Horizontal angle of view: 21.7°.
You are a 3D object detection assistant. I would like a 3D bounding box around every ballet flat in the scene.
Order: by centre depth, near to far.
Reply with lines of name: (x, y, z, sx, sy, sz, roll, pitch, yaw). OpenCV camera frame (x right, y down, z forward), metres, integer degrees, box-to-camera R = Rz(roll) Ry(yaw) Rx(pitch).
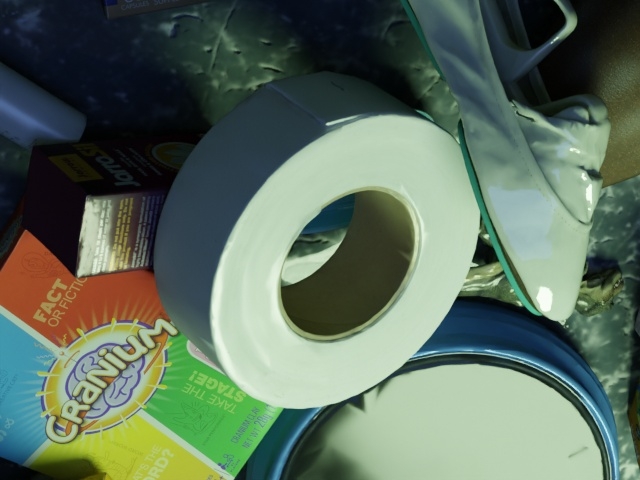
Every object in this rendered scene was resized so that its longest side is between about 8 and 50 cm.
ballet flat: (0.166, -0.131, 1.403, 0.139, 0.139, 0.400, -21, 88, -1)

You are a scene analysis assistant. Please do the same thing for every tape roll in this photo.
tape roll: (0.000, 0.000, 1.448, 0.286, 0.100, 0.286, -19, 127, -28)

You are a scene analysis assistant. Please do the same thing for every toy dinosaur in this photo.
toy dinosaur: (0.190, 0.017, 1.622, 0.268, 0.064, 0.118, 5, 118, -16)

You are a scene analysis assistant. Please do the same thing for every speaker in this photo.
speaker: (-0.271, -0.119, 1.442, 0.136, 0.055, 0.055, 32, 107, -26)

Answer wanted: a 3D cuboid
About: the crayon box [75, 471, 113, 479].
crayon box: (-0.253, 0.345, 1.639, 0.202, 0.081, 0.318, -16, 129, 13)

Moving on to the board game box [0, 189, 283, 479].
board game box: (-0.195, 0.122, 1.585, 0.316, 0.064, 0.242, 26, 109, -24)

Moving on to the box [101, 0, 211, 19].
box: (-0.132, -0.303, 1.388, 0.136, 0.036, 0.225, -12, 119, -7)

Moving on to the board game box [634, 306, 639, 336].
board game box: (0.505, -0.026, 1.672, 0.319, 0.066, 0.318, 4, 117, -15)

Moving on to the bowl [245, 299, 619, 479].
bowl: (0.120, 0.249, 1.706, 0.391, 0.077, 0.391, -4, 116, -7)

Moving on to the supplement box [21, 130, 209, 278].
supplement box: (-0.151, -0.034, 1.453, 0.188, 0.104, 0.080, -8, 122, -36)

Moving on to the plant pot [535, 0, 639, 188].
plant pot: (0.280, -0.148, 1.490, 0.215, 0.215, 0.230, 33, 120, -26)

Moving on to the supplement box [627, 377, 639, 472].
supplement box: (0.364, 0.158, 1.670, 0.080, 0.078, 0.233, -7, 149, 1)

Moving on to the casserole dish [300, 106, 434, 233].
casserole dish: (0.026, -0.070, 1.551, 0.188, 0.037, 0.114, -11, 119, -9)
